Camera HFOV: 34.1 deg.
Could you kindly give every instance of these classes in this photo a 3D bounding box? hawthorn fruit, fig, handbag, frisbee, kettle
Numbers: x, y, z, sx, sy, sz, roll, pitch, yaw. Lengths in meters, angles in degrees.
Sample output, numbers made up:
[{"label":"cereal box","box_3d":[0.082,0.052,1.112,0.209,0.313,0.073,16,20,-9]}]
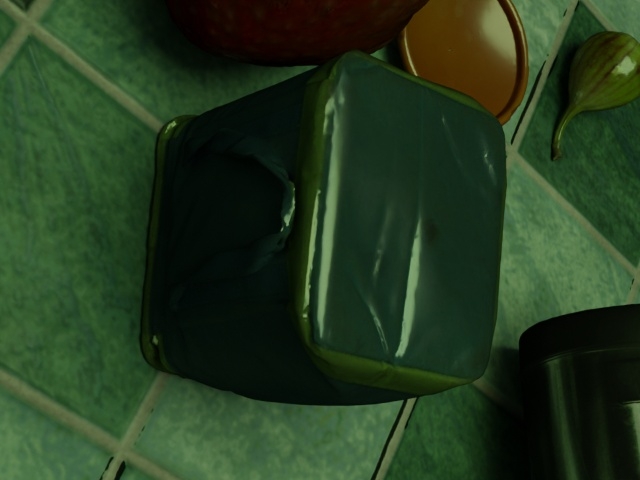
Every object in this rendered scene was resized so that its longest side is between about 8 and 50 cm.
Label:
[{"label":"hawthorn fruit","box_3d":[-0.017,-0.260,0.871,0.262,0.258,0.258,-27,102,1]},{"label":"fig","box_3d":[0.319,-0.173,1.198,0.093,0.093,0.166,50,59,-21]},{"label":"handbag","box_3d":[0.000,0.000,0.840,0.222,0.241,0.263,10,79,-36]},{"label":"frisbee","box_3d":[0.147,-0.206,1.106,0.192,0.035,0.192,6,80,-37]},{"label":"kettle","box_3d":[0.325,0.261,1.055,0.321,0.228,0.324,59,29,-66]}]
